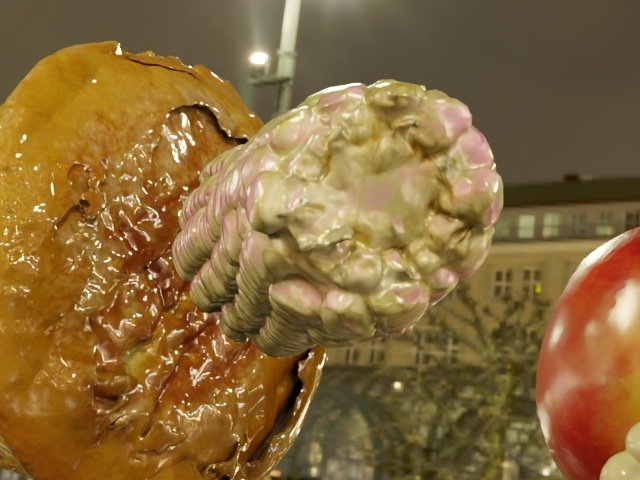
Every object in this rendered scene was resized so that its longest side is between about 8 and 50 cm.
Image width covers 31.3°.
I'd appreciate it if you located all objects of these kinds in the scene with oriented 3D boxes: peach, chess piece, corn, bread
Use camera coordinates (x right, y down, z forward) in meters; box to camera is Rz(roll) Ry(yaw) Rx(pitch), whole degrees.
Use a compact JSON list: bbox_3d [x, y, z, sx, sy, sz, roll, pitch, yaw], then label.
[{"bbox_3d":[0.429,0.171,1.360,0.388,0.388,0.388,6,-16,2],"label":"peach"},{"bbox_3d":[0.338,0.196,1.098,0.094,0.170,0.094,37,4,-3],"label":"chess piece"},{"bbox_3d":[0.001,-0.003,0.548,0.126,0.126,0.335,10,-4,-12],"label":"corn"},{"bbox_3d":[-0.149,0.038,0.891,0.204,0.358,0.337,-10,-9,43],"label":"bread"}]

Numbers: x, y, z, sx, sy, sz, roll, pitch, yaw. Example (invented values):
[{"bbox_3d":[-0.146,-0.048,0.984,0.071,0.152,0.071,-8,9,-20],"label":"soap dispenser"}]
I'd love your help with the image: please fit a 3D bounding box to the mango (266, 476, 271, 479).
[{"bbox_3d":[-0.091,0.330,1.296,0.085,0.184,0.102,17,-42,-42],"label":"mango"}]
